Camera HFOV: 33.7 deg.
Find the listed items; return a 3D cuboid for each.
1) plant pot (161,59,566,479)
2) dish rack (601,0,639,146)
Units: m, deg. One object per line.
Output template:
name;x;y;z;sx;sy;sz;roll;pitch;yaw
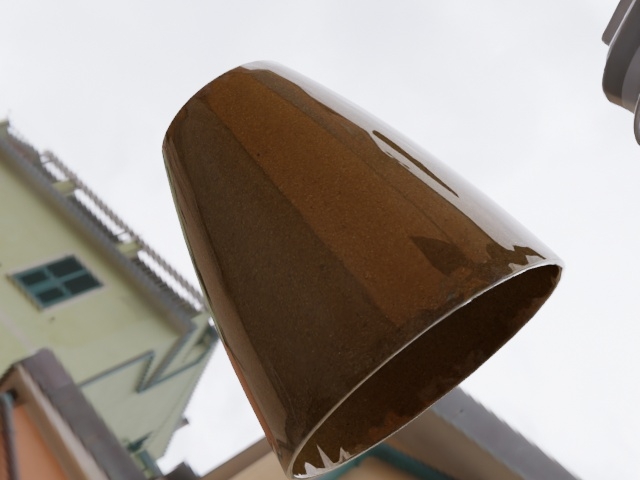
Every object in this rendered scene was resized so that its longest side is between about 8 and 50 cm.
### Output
plant pot;0.000;0.000;0.759;0.254;0.237;0.237;51;-53;19
dish rack;0.308;-0.217;0.688;0.072;0.285;0.333;38;-64;32
